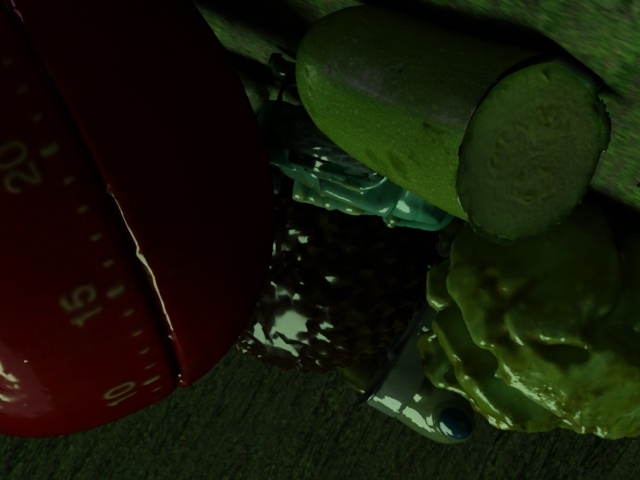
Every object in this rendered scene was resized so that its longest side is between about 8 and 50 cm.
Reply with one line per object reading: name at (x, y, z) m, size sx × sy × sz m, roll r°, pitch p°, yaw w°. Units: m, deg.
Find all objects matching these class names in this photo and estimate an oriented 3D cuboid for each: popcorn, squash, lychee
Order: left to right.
lychee at (0.000, 0.000, 1.493) m, size 0.267 × 0.267 × 0.267 m, roll 28°, pitch 179°, yaw 1°
squash at (0.053, -0.071, 0.800) m, size 0.095 × 0.095 × 0.188 m, roll 29°, pitch -179°, yaw -39°
popcorn at (0.187, 0.060, 1.161) m, size 0.221 × 0.183 × 0.204 m, roll 12°, pitch -158°, yaw -40°

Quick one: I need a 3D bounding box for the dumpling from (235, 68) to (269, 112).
dumpling at (-0.135, -0.152, 1.547) m, size 0.166 × 0.086 × 0.332 m, roll -4°, pitch 180°, yaw -3°

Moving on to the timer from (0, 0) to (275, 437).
timer at (-0.197, -0.055, 1.084) m, size 0.378 × 0.279 × 0.378 m, roll 57°, pitch 167°, yaw 20°

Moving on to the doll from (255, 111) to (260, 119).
doll at (-0.060, -0.020, 1.762) m, size 0.216 × 0.284 × 0.268 m, roll -10°, pitch -139°, yaw -31°

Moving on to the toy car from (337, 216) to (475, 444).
toy car at (0.157, 0.096, 1.696) m, size 0.226 × 0.242 × 0.336 m, roll 29°, pitch 180°, yaw -10°

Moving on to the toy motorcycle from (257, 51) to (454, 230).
toy motorcycle at (0.036, -0.068, 1.215) m, size 0.198 × 0.109 × 0.296 m, roll 17°, pitch -178°, yaw -13°
